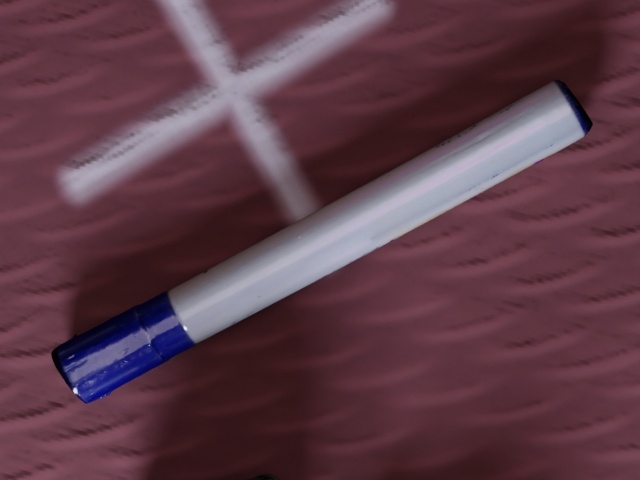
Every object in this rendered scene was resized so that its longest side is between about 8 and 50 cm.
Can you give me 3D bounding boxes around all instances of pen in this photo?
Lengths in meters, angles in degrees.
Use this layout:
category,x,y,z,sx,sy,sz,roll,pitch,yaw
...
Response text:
category,x,y,z,sx,sy,sz,roll,pitch,yaw
pen,0.000,0.001,0.896,0.269,0.033,0.033,-28,86,4

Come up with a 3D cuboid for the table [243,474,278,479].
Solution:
category,x,y,z,sx,sy,sz,roll,pitch,yaw
table,-0.054,0.147,0.871,0.079,0.083,0.062,-17,87,6
